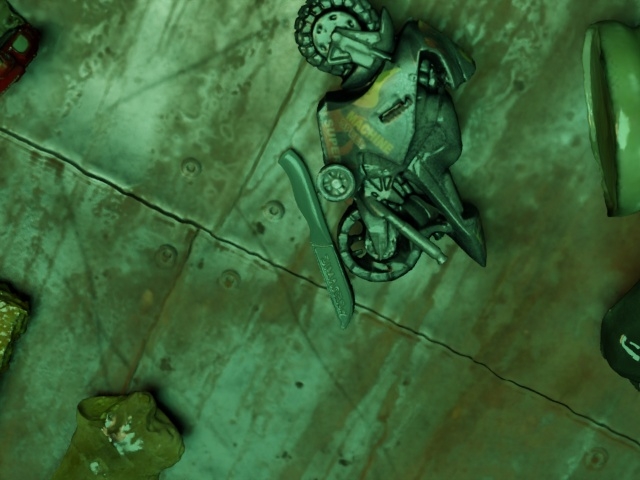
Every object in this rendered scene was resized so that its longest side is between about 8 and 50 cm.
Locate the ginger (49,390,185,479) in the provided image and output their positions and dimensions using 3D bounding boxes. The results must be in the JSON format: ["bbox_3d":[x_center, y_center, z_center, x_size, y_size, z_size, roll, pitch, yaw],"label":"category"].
[{"bbox_3d":[-0.261,0.296,1.352,0.131,0.086,0.295,27,101,-8],"label":"ginger"}]

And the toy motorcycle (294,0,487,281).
[{"bbox_3d":[0.077,-0.104,1.167,0.173,0.108,0.307,-10,110,6],"label":"toy motorcycle"}]

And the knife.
[{"bbox_3d":[0.000,0.000,1.261,0.028,0.015,0.210,-19,106,7],"label":"knife"}]

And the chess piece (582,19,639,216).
[{"bbox_3d":[0.419,-0.131,1.080,0.330,0.182,0.182,-7,108,6],"label":"chess piece"}]

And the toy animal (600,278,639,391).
[{"bbox_3d":[0.378,0.065,1.173,0.146,0.114,0.245,30,110,-3],"label":"toy animal"}]

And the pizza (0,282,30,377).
[{"bbox_3d":[-0.414,0.094,1.333,0.197,0.058,0.292,-20,107,13],"label":"pizza"}]

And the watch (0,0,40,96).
[{"bbox_3d":[-0.399,-0.248,1.151,0.102,0.165,0.268,-40,101,18],"label":"watch"}]
